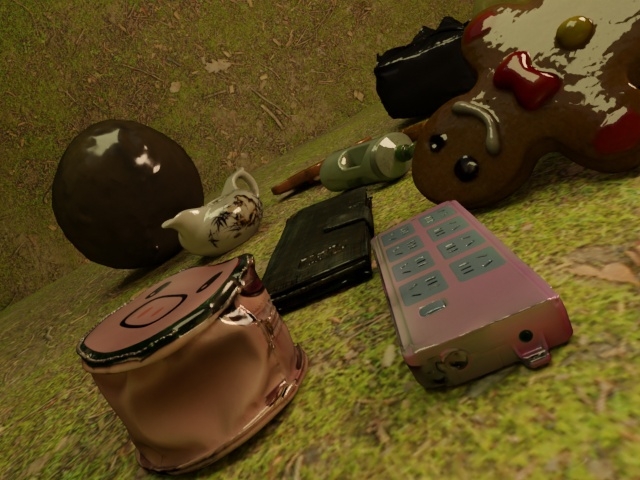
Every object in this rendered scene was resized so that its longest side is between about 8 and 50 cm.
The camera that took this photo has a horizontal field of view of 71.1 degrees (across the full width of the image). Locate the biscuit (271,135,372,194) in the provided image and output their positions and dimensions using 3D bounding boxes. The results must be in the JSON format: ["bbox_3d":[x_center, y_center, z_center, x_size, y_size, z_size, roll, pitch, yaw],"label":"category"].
[{"bbox_3d":[0.009,-0.202,1.245,0.324,0.049,0.205,-24,10,32],"label":"biscuit"}]

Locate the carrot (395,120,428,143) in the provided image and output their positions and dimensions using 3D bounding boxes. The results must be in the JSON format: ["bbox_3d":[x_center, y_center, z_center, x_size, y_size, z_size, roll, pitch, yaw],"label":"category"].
[{"bbox_3d":[0.174,-0.213,1.007,0.066,0.066,0.314,-34,15,-18],"label":"carrot"}]

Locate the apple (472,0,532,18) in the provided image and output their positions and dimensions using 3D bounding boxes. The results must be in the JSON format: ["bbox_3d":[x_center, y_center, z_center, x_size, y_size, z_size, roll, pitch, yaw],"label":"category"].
[{"bbox_3d":[0.452,-0.445,0.893,0.234,0.257,0.295,-12,22,42],"label":"apple"}]

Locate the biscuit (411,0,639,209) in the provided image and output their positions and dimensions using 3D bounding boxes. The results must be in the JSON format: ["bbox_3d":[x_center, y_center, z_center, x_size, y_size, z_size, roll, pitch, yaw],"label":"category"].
[{"bbox_3d":[0.265,-0.202,0.489,0.432,0.064,0.283,-43,51,23],"label":"biscuit"}]

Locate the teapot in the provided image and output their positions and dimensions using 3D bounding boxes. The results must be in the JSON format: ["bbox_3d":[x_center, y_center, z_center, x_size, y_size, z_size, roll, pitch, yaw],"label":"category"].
[{"bbox_3d":[-0.236,-0.064,1.075,0.208,0.166,0.299,-31,21,38],"label":"teapot"}]

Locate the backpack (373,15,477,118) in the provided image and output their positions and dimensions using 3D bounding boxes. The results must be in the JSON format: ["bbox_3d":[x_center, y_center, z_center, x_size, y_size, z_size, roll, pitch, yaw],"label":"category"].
[{"bbox_3d":[0.376,-0.566,1.433,0.364,0.254,0.445,-10,20,32],"label":"backpack"}]

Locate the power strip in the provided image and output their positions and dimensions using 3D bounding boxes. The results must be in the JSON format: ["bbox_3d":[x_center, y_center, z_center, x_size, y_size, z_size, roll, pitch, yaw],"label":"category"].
[{"bbox_3d":[0.111,0.028,0.406,0.109,0.037,0.279,-25,16,9],"label":"power strip"}]

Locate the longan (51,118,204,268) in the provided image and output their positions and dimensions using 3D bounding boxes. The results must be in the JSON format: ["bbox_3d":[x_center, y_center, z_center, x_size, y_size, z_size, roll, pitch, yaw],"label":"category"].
[{"bbox_3d":[-0.537,-0.114,1.283,0.404,0.404,0.436,-33,-6,-16],"label":"longan"}]

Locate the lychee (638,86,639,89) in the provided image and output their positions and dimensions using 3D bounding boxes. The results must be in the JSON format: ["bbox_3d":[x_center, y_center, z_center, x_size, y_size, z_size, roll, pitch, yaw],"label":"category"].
[{"bbox_3d":[0.423,-0.312,0.587,0.271,0.236,0.236,-49,23,-25],"label":"lychee"}]

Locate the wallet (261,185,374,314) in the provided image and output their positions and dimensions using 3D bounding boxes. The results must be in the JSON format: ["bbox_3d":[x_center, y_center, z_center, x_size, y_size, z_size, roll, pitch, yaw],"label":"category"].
[{"bbox_3d":[0.000,-0.001,0.669,0.169,0.044,0.317,-23,18,15],"label":"wallet"}]

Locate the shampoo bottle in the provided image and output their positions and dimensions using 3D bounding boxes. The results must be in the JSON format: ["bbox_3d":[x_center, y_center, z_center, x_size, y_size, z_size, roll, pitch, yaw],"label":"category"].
[{"bbox_3d":[0.107,-0.159,0.900,0.118,0.087,0.234,-36,17,-30],"label":"shampoo bottle"}]

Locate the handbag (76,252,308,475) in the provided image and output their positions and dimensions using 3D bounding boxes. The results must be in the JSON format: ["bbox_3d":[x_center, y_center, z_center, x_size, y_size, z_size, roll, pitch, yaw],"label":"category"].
[{"bbox_3d":[-0.119,0.102,0.419,0.205,0.116,0.179,-14,20,45],"label":"handbag"}]
